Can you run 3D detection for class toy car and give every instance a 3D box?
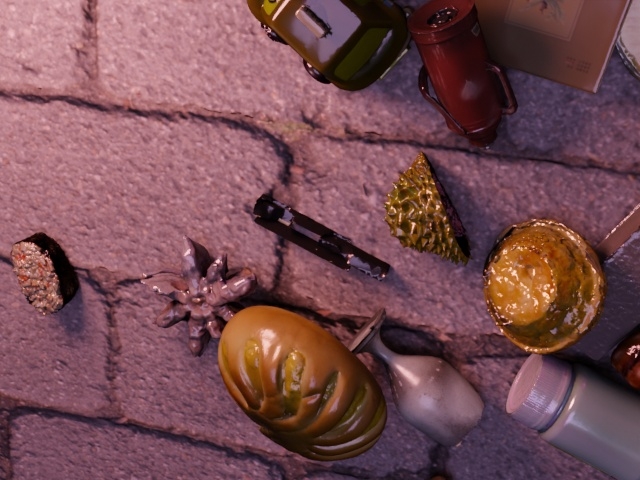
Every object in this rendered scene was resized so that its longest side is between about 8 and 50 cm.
[{"bbox_3d":[0.006,-0.322,1.064,0.248,0.198,0.204,43,116,-4],"label":"toy car"}]

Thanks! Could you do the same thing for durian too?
[{"bbox_3d":[0.154,-0.025,1.189,0.108,0.119,0.187,-23,105,19],"label":"durian"}]

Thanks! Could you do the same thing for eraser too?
[{"bbox_3d":[0.489,0.020,1.139,0.111,0.077,0.352,36,116,-4],"label":"eraser"}]

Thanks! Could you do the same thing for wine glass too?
[{"bbox_3d":[0.156,0.234,1.292,0.241,0.126,0.126,42,116,-1],"label":"wine glass"}]

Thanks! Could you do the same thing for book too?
[{"bbox_3d":[0.322,-0.377,1.028,0.216,0.021,0.311,23,117,19],"label":"book"}]

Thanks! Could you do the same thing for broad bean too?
[{"bbox_3d":[0.524,0.167,1.158,0.085,0.165,0.114,61,149,26],"label":"broad bean"}]

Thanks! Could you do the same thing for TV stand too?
[{"bbox_3d":[0.000,0.000,1.287,0.249,0.036,0.042,28,115,3],"label":"TV stand"}]

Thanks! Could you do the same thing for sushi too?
[{"bbox_3d":[-0.517,0.062,1.434,0.090,0.078,0.151,-10,108,19],"label":"sushi"}]

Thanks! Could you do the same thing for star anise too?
[{"bbox_3d":[-0.206,0.096,1.353,0.236,0.093,0.229,-12,108,22],"label":"star anise"}]

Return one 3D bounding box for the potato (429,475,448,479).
[{"bbox_3d":[0.220,0.472,1.407,0.062,0.068,0.083,8,138,-30],"label":"potato"}]

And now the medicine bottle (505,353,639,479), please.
[{"bbox_3d":[0.426,0.279,1.225,0.225,0.139,0.139,28,116,3],"label":"medicine bottle"}]

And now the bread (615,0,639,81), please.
[{"bbox_3d":[0.516,-0.317,1.011,0.266,0.040,0.267,6,113,14],"label":"bread"}]

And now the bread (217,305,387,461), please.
[{"bbox_3d":[-0.036,0.251,1.256,0.332,0.160,0.333,30,154,16],"label":"bread"}]

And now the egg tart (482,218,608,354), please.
[{"bbox_3d":[0.321,0.067,1.149,0.212,0.090,0.213,-8,78,44],"label":"egg tart"}]

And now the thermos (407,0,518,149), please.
[{"bbox_3d":[0.209,-0.224,1.085,0.124,0.099,0.232,4,138,39],"label":"thermos"}]
